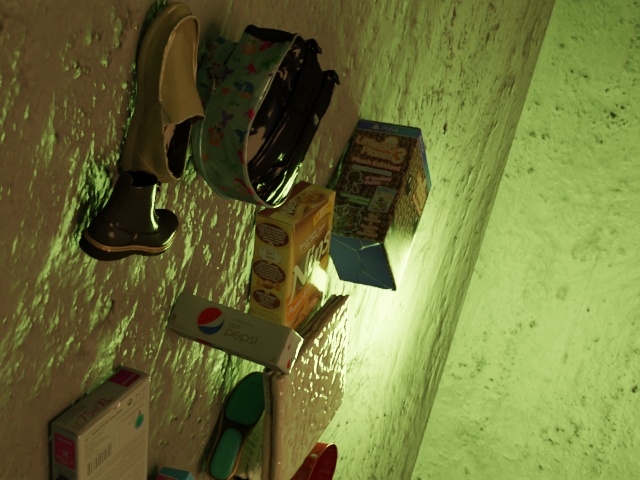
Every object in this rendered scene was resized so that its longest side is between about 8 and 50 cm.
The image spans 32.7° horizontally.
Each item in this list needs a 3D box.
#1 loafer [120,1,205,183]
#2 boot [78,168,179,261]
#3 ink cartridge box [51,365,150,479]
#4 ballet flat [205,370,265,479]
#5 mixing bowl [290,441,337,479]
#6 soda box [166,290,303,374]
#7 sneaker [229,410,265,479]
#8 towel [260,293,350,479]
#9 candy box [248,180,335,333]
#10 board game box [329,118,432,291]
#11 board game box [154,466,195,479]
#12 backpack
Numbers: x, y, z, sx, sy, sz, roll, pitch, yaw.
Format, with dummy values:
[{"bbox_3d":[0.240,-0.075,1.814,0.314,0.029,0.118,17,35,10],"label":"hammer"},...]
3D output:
[{"bbox_3d":[-0.209,-0.203,1.563,0.102,0.092,0.269,-20,125,-66],"label":"loafer"},{"bbox_3d":[-0.244,-0.048,1.566,0.137,0.077,0.198,-58,167,24],"label":"boot"},{"bbox_3d":[-0.346,0.375,1.727,0.186,0.065,0.311,-40,140,-54],"label":"ink cartridge box"},{"bbox_3d":[-0.170,0.366,2.169,0.232,0.080,0.073,-64,-174,-13],"label":"ballet flat"},{"bbox_3d":[-0.042,0.545,2.561,0.181,0.098,0.181,-52,152,-43],"label":"mixing bowl"},{"bbox_3d":[-0.144,0.155,1.835,0.069,0.216,0.074,-68,159,-14],"label":"soda box"},{"bbox_3d":[-0.141,0.440,2.253,0.115,0.090,0.232,-24,127,-58],"label":"sneaker"},{"bbox_3d":[-0.032,0.310,2.220,0.332,0.053,0.317,-46,145,-51],"label":"towel"},{"bbox_3d":[-0.059,0.063,2.151,0.183,0.087,0.317,-42,145,-54],"label":"candy box"},{"bbox_3d":[0.128,-0.075,2.388,0.232,0.141,0.291,68,37,-59],"label":"board game box"},{"bbox_3d":[-0.282,0.598,1.913,0.316,0.064,0.242,-59,139,-39],"label":"board game box"},{"bbox_3d":[-0.103,-0.185,1.704,0.225,0.191,0.254,53,50,-62],"label":"backpack"}]
